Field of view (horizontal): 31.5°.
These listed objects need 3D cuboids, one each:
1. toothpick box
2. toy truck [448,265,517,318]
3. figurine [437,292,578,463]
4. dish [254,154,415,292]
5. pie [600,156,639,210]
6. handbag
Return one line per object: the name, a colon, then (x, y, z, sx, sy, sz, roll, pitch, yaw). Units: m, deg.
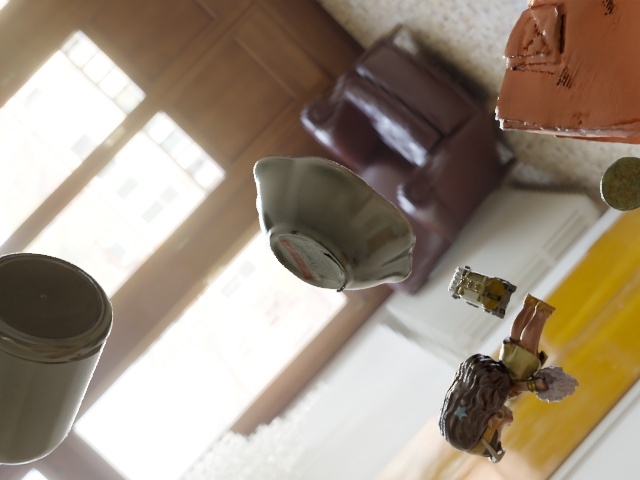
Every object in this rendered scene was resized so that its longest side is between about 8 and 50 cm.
toothpick box: (-0.454, 0.199, 1.679, 0.229, 0.316, 0.229, 18, -146, -13)
toy truck: (0.223, 0.069, 1.584, 0.062, 0.052, 0.123, 24, 179, -20)
figurine: (0.258, 0.193, 1.589, 0.115, 0.240, 0.175, 39, 179, -14)
dish: (0.000, 0.000, 1.340, 0.229, 0.081, 0.229, 25, 152, 14)
pie: (0.446, -0.082, 1.652, 0.084, 0.084, 0.021, 45, -165, -13)
handbag: (0.302, -0.301, 1.109, 0.116, 0.410, 0.303, 2, -174, -27)
